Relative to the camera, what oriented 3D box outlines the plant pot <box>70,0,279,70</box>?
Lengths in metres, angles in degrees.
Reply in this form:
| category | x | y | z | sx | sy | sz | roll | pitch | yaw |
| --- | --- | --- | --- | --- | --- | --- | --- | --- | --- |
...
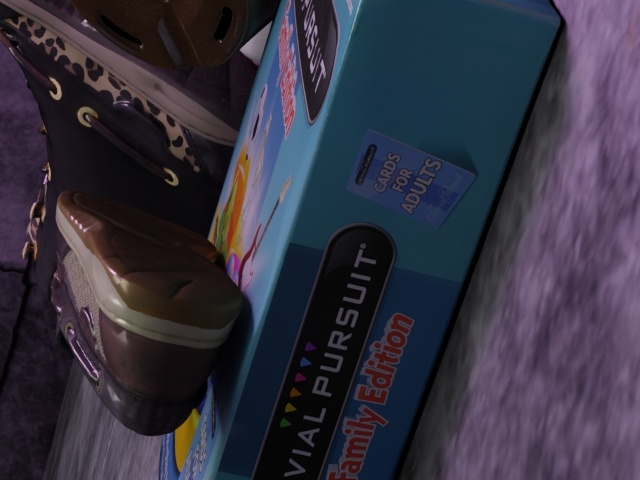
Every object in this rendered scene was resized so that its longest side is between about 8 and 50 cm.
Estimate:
| category | x | y | z | sx | sy | sz | roll | pitch | yaw |
| --- | --- | --- | --- | --- | --- | --- | --- | --- | --- |
| plant pot | -0.049 | -0.184 | 1.015 | 0.165 | 0.167 | 0.167 | -53 | -7 | -37 |

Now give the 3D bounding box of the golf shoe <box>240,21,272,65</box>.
| category | x | y | z | sx | sy | sz | roll | pitch | yaw |
| --- | --- | --- | --- | --- | --- | --- | --- | --- | --- |
| golf shoe | -0.030 | -0.220 | 1.206 | 0.306 | 0.140 | 0.115 | 115 | 164 | -56 |

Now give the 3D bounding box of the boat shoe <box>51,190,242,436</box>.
| category | x | y | z | sx | sy | sz | roll | pitch | yaw |
| --- | --- | --- | --- | --- | --- | --- | --- | --- | --- |
| boat shoe | -0.087 | 0.029 | 0.865 | 0.223 | 0.080 | 0.073 | -140 | 68 | -74 |

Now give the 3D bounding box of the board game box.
| category | x | y | z | sx | sy | sz | roll | pitch | yaw |
| --- | --- | --- | --- | --- | --- | --- | --- | --- | --- |
| board game box | 0.000 | 0.000 | 0.883 | 0.254 | 0.079 | 0.336 | -96 | 22 | -64 |

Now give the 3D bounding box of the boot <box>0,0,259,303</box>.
| category | x | y | z | sx | sy | sz | roll | pitch | yaw |
| --- | --- | --- | --- | --- | --- | --- | --- | --- | --- |
| boot | -0.189 | -0.103 | 1.469 | 0.138 | 0.377 | 0.284 | -39 | -26 | -41 |
